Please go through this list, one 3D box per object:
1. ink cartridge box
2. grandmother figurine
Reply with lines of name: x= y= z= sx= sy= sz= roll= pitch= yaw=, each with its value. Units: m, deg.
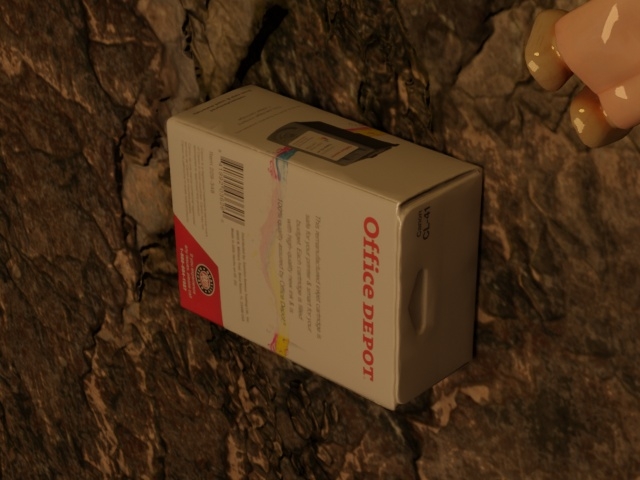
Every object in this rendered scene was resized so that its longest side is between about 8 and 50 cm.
ink cartridge box: x=0.000 y=0.000 z=1.640 sx=0.306 sy=0.131 sz=0.226 roll=22 pitch=125 yaw=36
grandmother figurine: x=0.301 y=-0.178 z=1.172 sx=0.208 sy=0.104 sz=0.342 roll=43 pitch=140 yaw=-23
